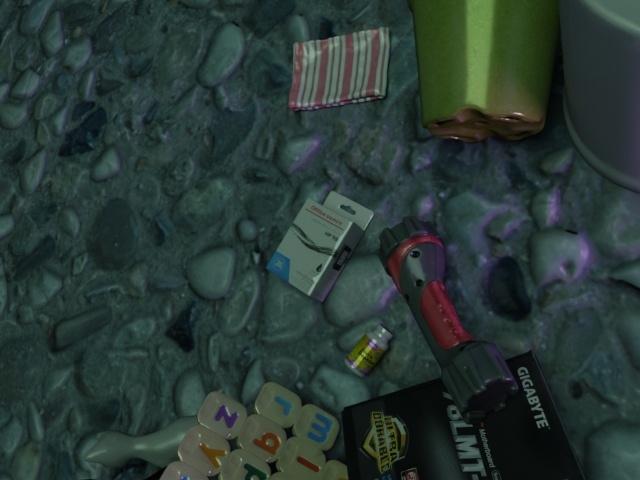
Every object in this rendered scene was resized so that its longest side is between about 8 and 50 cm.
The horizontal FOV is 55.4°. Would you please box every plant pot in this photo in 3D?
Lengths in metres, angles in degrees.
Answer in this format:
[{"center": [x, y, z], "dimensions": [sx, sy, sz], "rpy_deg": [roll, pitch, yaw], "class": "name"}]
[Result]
[{"center": [0.252, -0.291, 0.929], "dimensions": [0.275, 0.276, 0.254], "rpy_deg": [1, 87, 25], "class": "plant pot"}]

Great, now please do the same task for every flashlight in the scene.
[{"center": [0.175, 0.095, 0.864], "dimensions": [0.103, 0.103, 0.304], "rpy_deg": [-28, 44, 4], "class": "flashlight"}]

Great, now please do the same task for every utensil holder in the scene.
[{"center": [0.458, -0.267, 0.734], "dimensions": [0.327, 0.385, 0.328], "rpy_deg": [-7, 71, 22], "class": "utensil holder"}]

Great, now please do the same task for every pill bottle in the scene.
[{"center": [0.078, 0.173, 0.967], "dimensions": [0.043, 0.043, 0.083], "rpy_deg": [40, 93, 29], "class": "pill bottle"}]

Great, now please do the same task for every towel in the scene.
[{"center": [0.034, -0.323, 1.148], "dimensions": [0.196, 0.029, 0.144], "rpy_deg": [-3, 74, 24], "class": "towel"}]

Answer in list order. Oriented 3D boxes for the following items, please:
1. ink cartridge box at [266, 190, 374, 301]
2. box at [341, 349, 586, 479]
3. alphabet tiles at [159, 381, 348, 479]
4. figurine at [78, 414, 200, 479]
[{"center": [0.000, 0.000, 1.046], "dimensions": [0.104, 0.060, 0.180], "rpy_deg": [29, 88, 29], "class": "ink cartridge box"}, {"center": [0.184, 0.315, 0.784], "dimensions": [0.293, 0.073, 0.296], "rpy_deg": [-22, 40, 15], "class": "box"}, {"center": [-0.081, 0.357, 0.885], "dimensions": [0.277, 0.021, 0.284], "rpy_deg": [31, 55, -4], "class": "alphabet tiles"}, {"center": [-0.277, 0.357, 0.956], "dimensions": [0.209, 0.215, 0.093], "rpy_deg": [-3, 106, -4], "class": "figurine"}]
